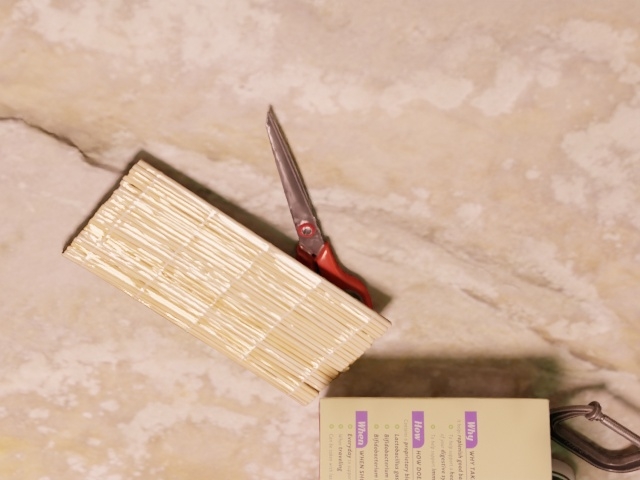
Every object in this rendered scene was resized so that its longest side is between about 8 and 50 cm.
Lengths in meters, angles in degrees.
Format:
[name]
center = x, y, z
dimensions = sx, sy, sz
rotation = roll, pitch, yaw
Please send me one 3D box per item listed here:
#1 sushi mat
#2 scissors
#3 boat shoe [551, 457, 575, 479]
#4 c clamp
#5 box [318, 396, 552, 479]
[sushi mat]
center = -0.094, 0.051, 1.333
dimensions = 0.317, 0.019, 0.151
rotation = 33, 119, -15
[scissors]
center = 0.000, 0.000, 1.316
dimensions = 0.109, 0.021, 0.297
rotation = 1, 123, 3
[boat shoe]
center = 0.184, 0.301, 1.483
dimensions = 0.219, 0.070, 0.077
rotation = -10, 123, 7
[c clamp]
center = 0.324, 0.216, 1.431
dimensions = 0.161, 0.022, 0.137
rotation = 29, 147, -15
[box]
center = 0.117, 0.279, 1.371
dimensions = 0.243, 0.213, 0.117
rotation = 0, 163, 1
